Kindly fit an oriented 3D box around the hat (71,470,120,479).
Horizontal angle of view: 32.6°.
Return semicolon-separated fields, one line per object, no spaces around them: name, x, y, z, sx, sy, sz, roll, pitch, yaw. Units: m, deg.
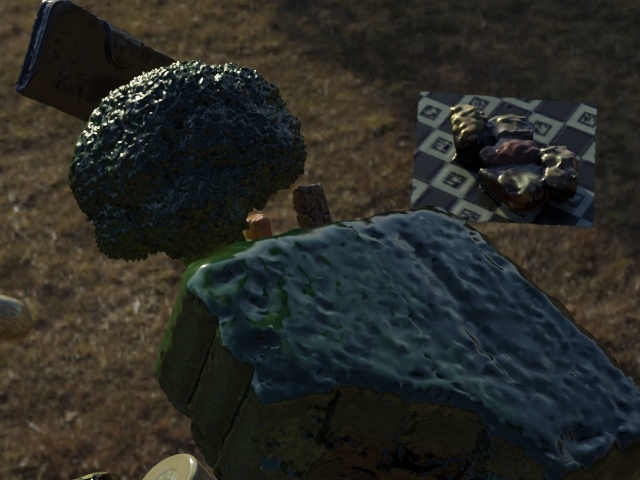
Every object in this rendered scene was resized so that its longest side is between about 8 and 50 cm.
hat;-0.206;0.247;0.971;0.059;0.076;0.077;0;49;30

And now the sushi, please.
sushi;0.288;-0.152;1.716;0.294;0.059;0.292;3;49;10

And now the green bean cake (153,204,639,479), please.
green bean cake;0.060;0.129;0.859;0.308;0.169;0.300;-10;46;-37

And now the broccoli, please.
broccoli;-0.150;-0.074;1.275;0.298;0.297;0.297;-4;46;4

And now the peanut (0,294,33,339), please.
peanut;-0.643;0.136;2.106;0.207;0.087;0.087;29;19;-39

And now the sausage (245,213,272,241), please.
sausage;-0.078;0.006;1.407;0.034;0.083;0.034;-5;27;2

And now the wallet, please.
wallet;-0.338;-0.257;1.735;0.042;0.165;0.309;15;-5;37

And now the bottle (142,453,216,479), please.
bottle;-0.135;0.371;1.367;0.097;0.209;0.110;-28;28;18

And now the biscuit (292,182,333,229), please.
biscuit;0.000;0.000;1.884;0.064;0.199;0.034;-13;-1;-42
